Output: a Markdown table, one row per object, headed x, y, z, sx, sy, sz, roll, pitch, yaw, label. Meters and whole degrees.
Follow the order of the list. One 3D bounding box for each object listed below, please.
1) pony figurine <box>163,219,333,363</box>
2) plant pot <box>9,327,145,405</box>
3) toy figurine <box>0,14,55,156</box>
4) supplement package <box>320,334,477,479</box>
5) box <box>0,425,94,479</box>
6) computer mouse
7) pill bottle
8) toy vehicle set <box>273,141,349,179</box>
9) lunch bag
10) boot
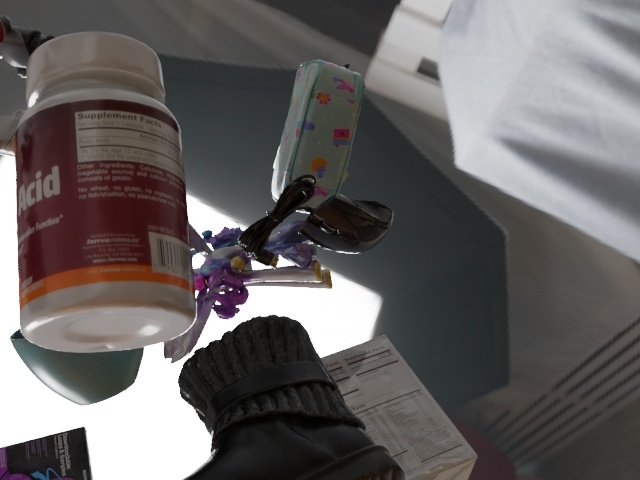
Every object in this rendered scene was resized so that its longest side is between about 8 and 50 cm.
| x | y | z | sx | sy | sz | roll | pitch | yaw | label |
| --- | --- | --- | --- | --- | --- | --- | --- | --- | --- |
| -0.176 | 0.056 | 1.608 | 0.351 | 0.363 | 0.302 | 49 | -148 | -81 | pony figurine |
| -0.501 | 0.244 | 1.968 | 0.290 | 0.290 | 0.195 | -95 | -14 | -81 | plant pot |
| -0.477 | -0.213 | 1.239 | 0.209 | 0.148 | 0.213 | -16 | -64 | -72 | toy figurine |
| 0.076 | 0.330 | 1.432 | 0.262 | 0.198 | 0.199 | 52 | 146 | 37 | supplement package |
| -0.468 | 0.388 | 1.517 | 0.029 | 0.162 | 0.116 | 91 | 163 | -54 | box |
| 0.000 | 0.000 | 1.404 | 0.184 | 0.262 | 0.060 | -42 | 57 | 24 | computer mouse |
| -0.294 | -0.065 | 1.211 | 0.224 | 0.224 | 0.392 | 120 | 144 | -64 | pill bottle |
| -0.027 | -0.163 | 2.111 | 0.035 | 0.166 | 0.267 | -51 | 0 | -12 | toy vehicle set |
| -0.008 | -0.191 | 1.641 | 0.224 | 0.108 | 0.279 | -140 | 64 | -78 | lunch bag |
| -0.108 | 0.221 | 0.971 | 0.260 | 0.348 | 0.131 | 50 | 135 | 37 | boot |
